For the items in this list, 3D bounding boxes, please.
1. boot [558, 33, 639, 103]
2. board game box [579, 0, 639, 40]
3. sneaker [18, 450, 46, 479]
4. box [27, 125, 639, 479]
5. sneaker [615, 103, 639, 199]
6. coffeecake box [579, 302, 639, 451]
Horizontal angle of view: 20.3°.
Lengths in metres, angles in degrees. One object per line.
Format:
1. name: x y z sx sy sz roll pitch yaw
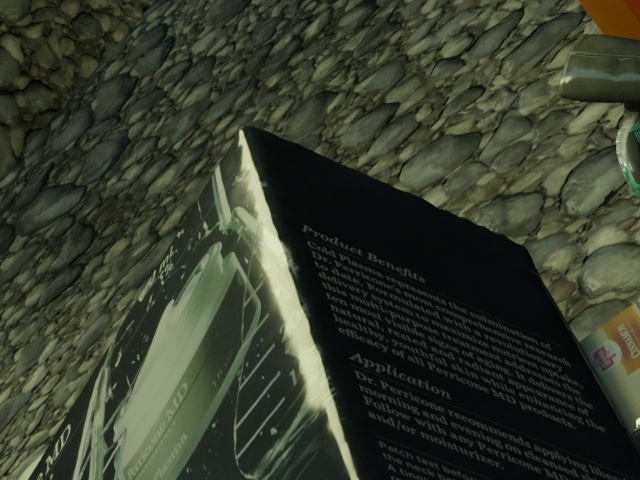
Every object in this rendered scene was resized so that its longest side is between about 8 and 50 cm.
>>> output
1. boot: 0.345 -0.152 1.821 0.208 0.076 0.189 12 34 18
2. board game box: 0.436 -0.447 1.940 0.356 0.356 0.356 -24 30 34
3. sneaker: -0.194 0.241 2.017 0.366 0.135 0.150 -46 31 10
4. box: -0.016 0.258 1.285 0.480 0.297 0.472 -57 23 20
5. sneaker: 0.354 -0.110 1.862 0.076 0.065 0.166 -16 39 29
6. coffeecake box: 0.282 0.159 1.362 0.068 0.185 0.142 -37 25 11
